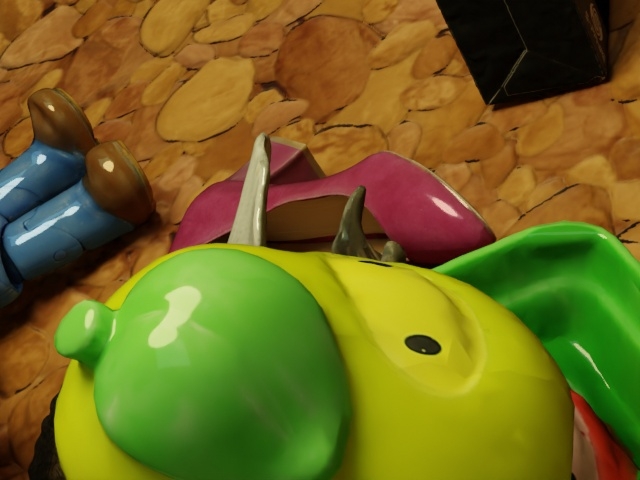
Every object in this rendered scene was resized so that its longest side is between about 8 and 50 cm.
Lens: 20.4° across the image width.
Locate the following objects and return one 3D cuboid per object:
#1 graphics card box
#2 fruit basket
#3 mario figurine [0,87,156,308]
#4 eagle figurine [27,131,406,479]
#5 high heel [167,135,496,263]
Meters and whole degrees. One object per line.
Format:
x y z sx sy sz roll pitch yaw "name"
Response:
0.126 -0.301 1.199 0.094 0.233 0.371 -11 46 21 "graphics card box"
0.064 0.115 0.701 0.283 0.392 0.392 -22 38 -10 "fruit basket"
-0.275 0.016 1.212 0.320 0.170 0.198 -40 15 -14 "mario figurine"
-0.065 0.113 0.967 0.298 0.226 0.225 -29 60 1 "eagle figurine"
0.000 0.000 1.106 0.244 0.082 0.117 22 64 47 "high heel"
